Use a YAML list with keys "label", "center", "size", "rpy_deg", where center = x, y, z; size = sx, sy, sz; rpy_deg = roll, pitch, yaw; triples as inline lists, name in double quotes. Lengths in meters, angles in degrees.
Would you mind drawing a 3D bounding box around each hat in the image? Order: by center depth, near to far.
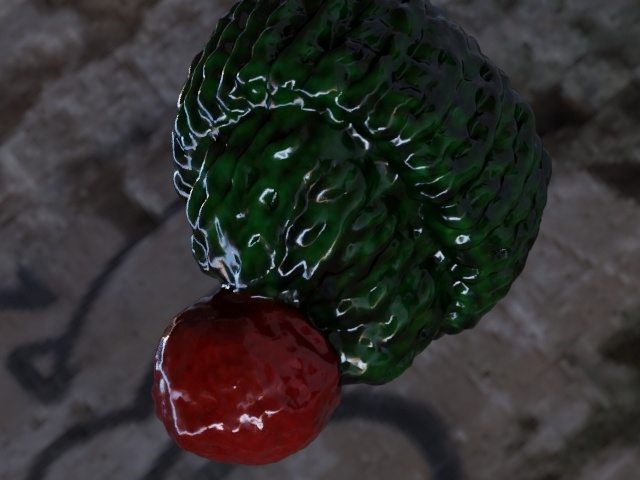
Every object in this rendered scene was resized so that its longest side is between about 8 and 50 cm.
- label: "hat"
  center: [0.000, 0.000, 1.282]
  size: [0.274, 0.332, 0.242]
  rpy_deg: [38, 147, -13]
